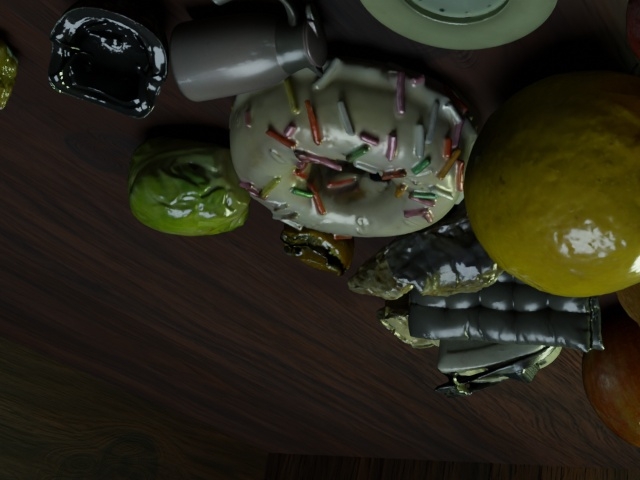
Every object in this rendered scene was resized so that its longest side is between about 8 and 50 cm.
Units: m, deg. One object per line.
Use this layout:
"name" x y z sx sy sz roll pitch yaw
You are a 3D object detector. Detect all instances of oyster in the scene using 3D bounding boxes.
"oyster" 0.201 0.021 1.406 0.341 0.166 0.110 -12 -165 9

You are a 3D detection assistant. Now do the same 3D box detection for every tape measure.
"tape measure" 0.341 0.160 1.604 0.231 0.271 0.133 -1 153 29

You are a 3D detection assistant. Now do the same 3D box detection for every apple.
"apple" 0.661 0.282 1.738 0.302 0.301 0.301 10 156 4

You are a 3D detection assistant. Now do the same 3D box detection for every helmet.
"helmet" -0.270 -0.258 1.170 0.153 0.107 0.177 20 136 -12

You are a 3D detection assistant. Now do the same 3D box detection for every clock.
"clock" 0.151 -0.296 0.992 0.235 0.029 0.235 11 157 5

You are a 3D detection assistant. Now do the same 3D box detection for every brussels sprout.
"brussels sprout" -0.217 -0.079 1.462 0.223 0.161 0.223 16 158 7

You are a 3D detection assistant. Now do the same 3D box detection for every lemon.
"lemon" 0.325 -0.069 1.105 0.297 0.297 0.297 10 156 4

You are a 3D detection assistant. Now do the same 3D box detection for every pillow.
"pillow" 0.308 0.062 1.484 0.326 0.228 0.101 3 -174 25

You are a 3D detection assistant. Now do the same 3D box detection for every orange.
"orange" 0.000 0.000 1.603 0.160 0.112 0.170 27 -175 -43

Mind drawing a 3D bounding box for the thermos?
"thermos" -0.089 -0.254 1.115 0.193 0.105 0.137 -4 120 24

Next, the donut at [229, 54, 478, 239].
"donut" 0.044 -0.119 1.287 0.383 0.142 0.382 9 156 4

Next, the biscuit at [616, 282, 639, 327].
"biscuit" 0.570 0.098 1.399 0.057 0.312 0.351 -33 129 -5

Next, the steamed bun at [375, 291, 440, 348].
"steamed bun" 0.234 0.157 1.856 0.192 0.106 0.177 35 152 -26

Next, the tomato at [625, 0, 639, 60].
"tomato" 0.388 -0.220 0.895 0.167 0.167 0.167 10 156 4

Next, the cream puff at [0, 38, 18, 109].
"cream puff" -0.520 -0.247 1.289 0.146 0.116 0.146 8 159 3
